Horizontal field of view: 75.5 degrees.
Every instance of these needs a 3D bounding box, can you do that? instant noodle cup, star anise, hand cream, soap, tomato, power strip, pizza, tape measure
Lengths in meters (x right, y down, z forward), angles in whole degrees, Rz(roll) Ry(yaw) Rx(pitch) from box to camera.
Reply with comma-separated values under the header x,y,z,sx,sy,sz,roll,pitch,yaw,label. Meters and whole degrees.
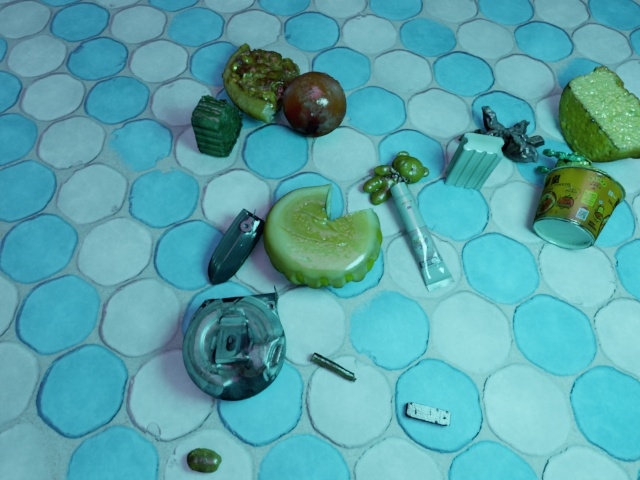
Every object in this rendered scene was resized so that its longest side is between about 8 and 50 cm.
x,y,z,sx,sy,sz,roll,pitch,yaw,label
0.735,-0.088,1.206,0.216,0.215,0.172,28,77,11,instant noodle cup
0.605,-0.334,1.361,0.283,0.129,0.212,11,49,0,star anise
0.292,-0.015,1.230,0.085,0.058,0.331,-19,82,-13,hand cream
0.465,-0.236,1.263,0.119,0.198,0.066,9,67,3,soap
-0.023,-0.435,1.343,0.208,0.208,0.184,33,75,13,tomato
0.271,0.438,1.042,0.111,0.029,0.037,12,66,7,power strip
-0.200,-0.556,1.435,0.278,0.114,0.408,-8,59,-6,pizza
-0.216,0.260,1.051,0.257,0.147,0.274,-6,64,-3,tape measure

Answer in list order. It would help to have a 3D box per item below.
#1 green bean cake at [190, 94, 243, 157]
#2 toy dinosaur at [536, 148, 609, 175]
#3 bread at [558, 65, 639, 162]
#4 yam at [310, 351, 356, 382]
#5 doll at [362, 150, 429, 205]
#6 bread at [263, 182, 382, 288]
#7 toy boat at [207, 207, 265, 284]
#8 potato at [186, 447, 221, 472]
x,y,z,sx,sy,sz,roll,pitch,yaw,label
-0.320,-0.388,1.316,0.107,0.208,0.193,19,68,4,green bean cake
0.773,-0.221,1.261,0.153,0.259,0.094,12,108,5,toy dinosaur
0.911,-0.376,1.349,0.195,0.179,0.339,-19,70,-8,bread
0.036,0.335,1.089,0.130,0.033,0.027,28,41,7,yam
0.234,-0.198,1.301,0.209,0.097,0.137,-39,77,-11,doll
0.000,0.000,1.167,0.333,0.160,0.332,0,64,1,bread
-0.248,0.022,1.200,0.093,0.103,0.246,32,82,-2,toy boat
-0.278,0.524,0.986,0.083,0.040,0.051,8,71,4,potato
